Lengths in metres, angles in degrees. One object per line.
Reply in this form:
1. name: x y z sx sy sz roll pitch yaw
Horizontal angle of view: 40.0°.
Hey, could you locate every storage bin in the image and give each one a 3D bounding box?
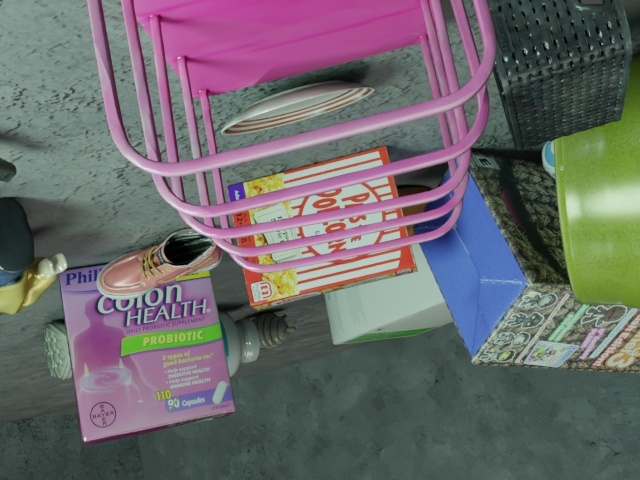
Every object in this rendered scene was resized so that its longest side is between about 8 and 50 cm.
1. storage bin: 0.159 -0.149 0.627 0.084 0.122 0.180 -16 167 14

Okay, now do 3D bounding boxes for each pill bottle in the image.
1. pill bottle: -0.261 0.219 1.781 0.264 0.146 0.146 -6 166 -28

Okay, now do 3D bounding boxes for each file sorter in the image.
1. file sorter: -0.006 -0.099 0.553 0.202 0.182 0.290 -13 167 4

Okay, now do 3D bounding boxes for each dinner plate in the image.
1. dinner plate: -0.021 -0.119 0.777 0.141 0.017 0.141 -15 -179 0

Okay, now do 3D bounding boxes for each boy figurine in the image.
1. boy figurine: -0.382 0.039 1.004 0.177 0.092 0.285 -7 167 -23

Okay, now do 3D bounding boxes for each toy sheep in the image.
1. toy sheep: -0.115 0.204 2.000 0.132 0.091 0.091 -12 169 25

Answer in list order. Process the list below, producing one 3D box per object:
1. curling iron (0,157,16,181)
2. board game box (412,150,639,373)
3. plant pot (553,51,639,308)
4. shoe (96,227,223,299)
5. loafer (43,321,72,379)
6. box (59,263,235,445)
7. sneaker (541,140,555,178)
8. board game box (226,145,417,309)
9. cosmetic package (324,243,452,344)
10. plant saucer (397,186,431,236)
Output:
1. curling iron: -0.334 -0.082 0.647 0.068 0.035 0.274 -14 167 27
2. board game box: 0.300 0.030 1.106 0.291 0.232 0.141 6 132 -25
3. plant pot: 0.417 -0.063 0.847 0.353 0.366 0.366 -5 171 22
4. shoe: -0.220 0.028 1.184 0.178 0.063 0.081 -17 167 -6
5. loafer: -0.446 0.199 1.622 0.111 0.112 0.319 -13 176 -20
6. box: -0.256 0.156 1.284 0.214 0.243 0.117 -8 166 -18
7. sneaker: 0.384 -0.123 1.051 0.237 0.085 0.086 -17 171 14
8. board game box: 0.001 -0.013 1.018 0.194 0.146 0.045 -15 167 5
9. cosmetic package: 0.175 0.063 1.507 0.197 0.155 0.365 -2 165 -30
10. plant saucer: 0.077 -0.015 1.264 0.200 0.037 0.200 -19 163 -6
